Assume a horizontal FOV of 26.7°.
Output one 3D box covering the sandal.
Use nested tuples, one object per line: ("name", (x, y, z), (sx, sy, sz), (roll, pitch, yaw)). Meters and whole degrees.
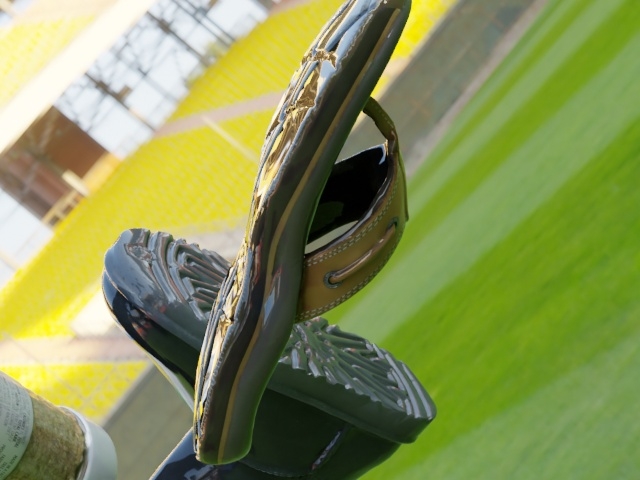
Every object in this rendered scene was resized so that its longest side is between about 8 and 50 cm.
("sandal", (0.000, 0.000, 0.528), (0.090, 0.060, 0.219), (-94, 21, -65))

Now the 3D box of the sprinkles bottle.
("sprinkles bottle", (-0.318, 0.150, 1.148), (0.121, 0.121, 0.355), (-51, -39, -5))

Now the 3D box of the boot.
("boot", (-0.158, 0.242, 1.251), (0.445, 0.367, 0.146), (-49, 30, 16))
